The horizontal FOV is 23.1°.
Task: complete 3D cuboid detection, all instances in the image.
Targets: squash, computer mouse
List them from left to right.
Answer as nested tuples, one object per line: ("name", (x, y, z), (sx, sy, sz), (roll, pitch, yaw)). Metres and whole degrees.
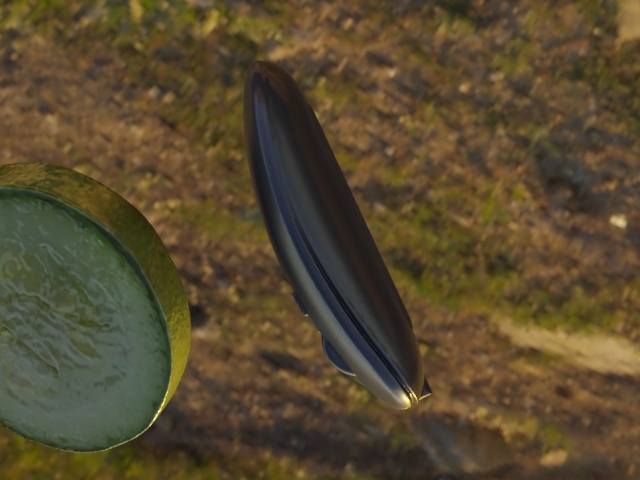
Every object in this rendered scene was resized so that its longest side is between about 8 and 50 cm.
("squash", (-0.224, 0.060, 1.262), (0.252, 0.049, 0.252), (10, 120, 17))
("computer mouse", (-0.001, 0.000, 0.963), (0.120, 0.057, 0.232), (107, 139, -85))
